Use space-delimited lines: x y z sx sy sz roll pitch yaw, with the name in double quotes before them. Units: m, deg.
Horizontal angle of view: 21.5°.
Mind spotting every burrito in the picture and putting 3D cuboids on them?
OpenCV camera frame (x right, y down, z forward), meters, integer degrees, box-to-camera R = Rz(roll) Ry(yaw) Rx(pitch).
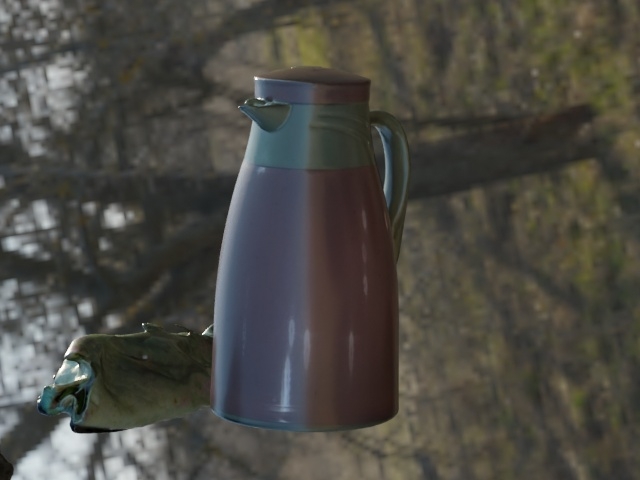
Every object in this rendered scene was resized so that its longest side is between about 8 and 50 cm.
"burrito" -0.157 0.126 1.563 0.096 0.066 0.309 52 -156 17

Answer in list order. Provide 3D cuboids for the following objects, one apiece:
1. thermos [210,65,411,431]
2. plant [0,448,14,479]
"thermos" 0.000 0.000 1.294 0.146 0.176 0.265 9 99 42
"plant" -0.338 0.188 1.282 0.132 0.194 0.129 48 116 38
